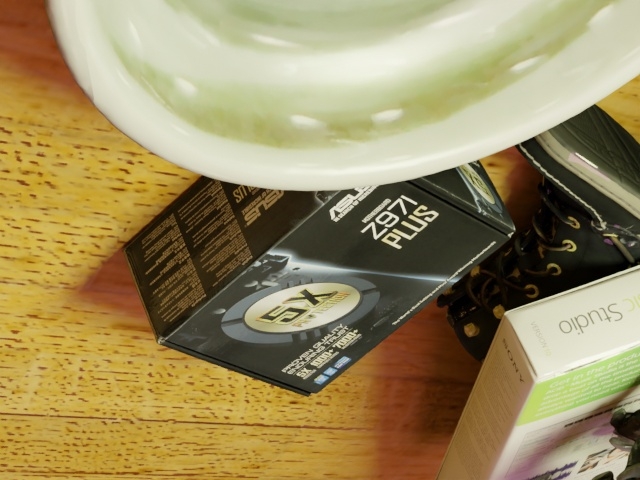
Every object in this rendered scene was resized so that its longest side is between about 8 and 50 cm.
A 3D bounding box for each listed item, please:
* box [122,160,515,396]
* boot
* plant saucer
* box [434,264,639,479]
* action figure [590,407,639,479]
[{"bbox_3d":[0.000,0.000,1.117,0.180,0.077,0.147,-40,142,21],"label":"box"},{"bbox_3d":[0.145,0.006,1.209,0.178,0.085,0.236,-36,145,20],"label":"boot"},{"bbox_3d":[0.053,-0.190,0.878,0.400,0.101,0.400,-16,144,-12],"label":"plant saucer"},{"bbox_3d":[0.211,0.106,1.304,0.232,0.058,0.322,-18,156,-16],"label":"box"},{"bbox_3d":[0.229,0.181,1.222,0.141,0.164,0.275,12,150,-25],"label":"action figure"}]
